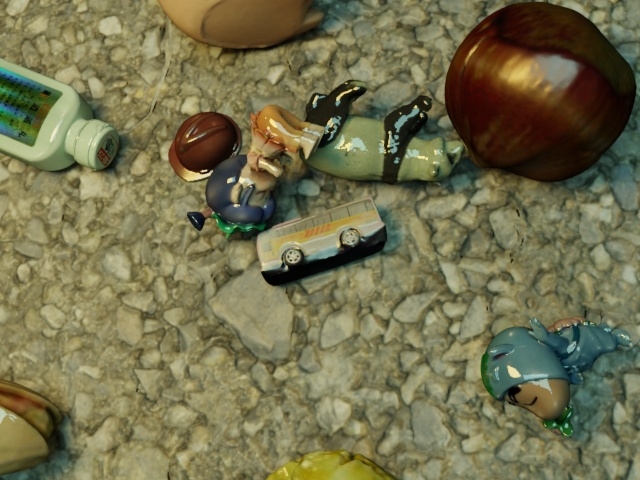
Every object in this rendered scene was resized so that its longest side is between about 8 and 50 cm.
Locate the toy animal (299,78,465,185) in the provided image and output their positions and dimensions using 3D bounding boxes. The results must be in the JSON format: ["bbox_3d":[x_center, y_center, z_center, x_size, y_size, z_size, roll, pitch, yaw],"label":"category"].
[{"bbox_3d":[0.077,-0.133,1.036,0.225,0.094,0.121,12,79,9],"label":"toy animal"}]

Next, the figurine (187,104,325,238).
[{"bbox_3d":[-0.084,-0.088,1.014,0.102,0.111,0.195,34,113,0],"label":"figurine"}]

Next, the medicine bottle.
[{"bbox_3d":[-0.396,-0.168,1.103,0.229,0.083,0.121,22,78,12],"label":"medicine bottle"}]

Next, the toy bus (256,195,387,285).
[{"bbox_3d":[0.000,0.000,1.034,0.172,0.057,0.072,-18,70,1],"label":"toy bus"}]

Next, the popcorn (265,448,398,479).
[{"bbox_3d":[0.005,0.348,0.889,0.204,0.183,0.221,31,83,18],"label":"popcorn"}]

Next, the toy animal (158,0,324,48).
[{"bbox_3d":[-0.136,-0.393,1.074,0.213,0.195,0.256,-23,72,-7],"label":"toy animal"}]

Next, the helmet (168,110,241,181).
[{"bbox_3d":[-0.165,-0.137,1.083,0.111,0.057,0.089,-41,78,-4],"label":"helmet"}]

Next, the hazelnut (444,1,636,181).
[{"bbox_3d":[0.261,-0.183,0.983,0.229,0.229,0.229,-1,77,6],"label":"hazelnut"}]

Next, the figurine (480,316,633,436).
[{"bbox_3d":[0.286,0.159,0.942,0.178,0.114,0.144,-20,77,-7],"label":"figurine"}]

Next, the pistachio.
[{"bbox_3d":[-0.441,0.229,0.987,0.215,0.144,0.144,3,77,-5],"label":"pistachio"}]
